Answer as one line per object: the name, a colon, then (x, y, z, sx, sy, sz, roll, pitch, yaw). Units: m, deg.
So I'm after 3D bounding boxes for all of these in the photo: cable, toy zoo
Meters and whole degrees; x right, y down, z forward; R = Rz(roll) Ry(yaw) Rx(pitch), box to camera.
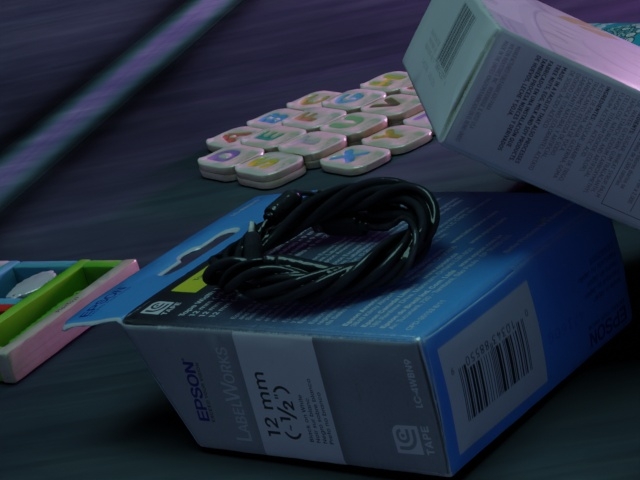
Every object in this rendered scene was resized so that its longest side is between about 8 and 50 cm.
cable: (0.000, 0.000, 1.374, 0.151, 0.047, 0.184, -27, 23, -30)
toy zoo: (-0.332, 0.070, 1.771, 0.293, 0.030, 0.192, -1, 24, 34)

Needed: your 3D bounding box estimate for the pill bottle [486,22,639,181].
pill bottle: (0.267, -0.117, 1.685, 0.264, 0.146, 0.146, 6, 28, 44)

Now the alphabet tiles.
alphabet tiles: (0.016, -0.122, 2.061, 0.284, 0.021, 0.278, -27, 23, -30)

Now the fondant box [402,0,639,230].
fondant box: (0.236, -0.079, 1.416, 0.330, 0.096, 0.238, 24, 16, -12)

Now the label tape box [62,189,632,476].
label tape box: (0.018, 0.058, 1.443, 0.348, 0.115, 0.249, -1, 24, 41)
